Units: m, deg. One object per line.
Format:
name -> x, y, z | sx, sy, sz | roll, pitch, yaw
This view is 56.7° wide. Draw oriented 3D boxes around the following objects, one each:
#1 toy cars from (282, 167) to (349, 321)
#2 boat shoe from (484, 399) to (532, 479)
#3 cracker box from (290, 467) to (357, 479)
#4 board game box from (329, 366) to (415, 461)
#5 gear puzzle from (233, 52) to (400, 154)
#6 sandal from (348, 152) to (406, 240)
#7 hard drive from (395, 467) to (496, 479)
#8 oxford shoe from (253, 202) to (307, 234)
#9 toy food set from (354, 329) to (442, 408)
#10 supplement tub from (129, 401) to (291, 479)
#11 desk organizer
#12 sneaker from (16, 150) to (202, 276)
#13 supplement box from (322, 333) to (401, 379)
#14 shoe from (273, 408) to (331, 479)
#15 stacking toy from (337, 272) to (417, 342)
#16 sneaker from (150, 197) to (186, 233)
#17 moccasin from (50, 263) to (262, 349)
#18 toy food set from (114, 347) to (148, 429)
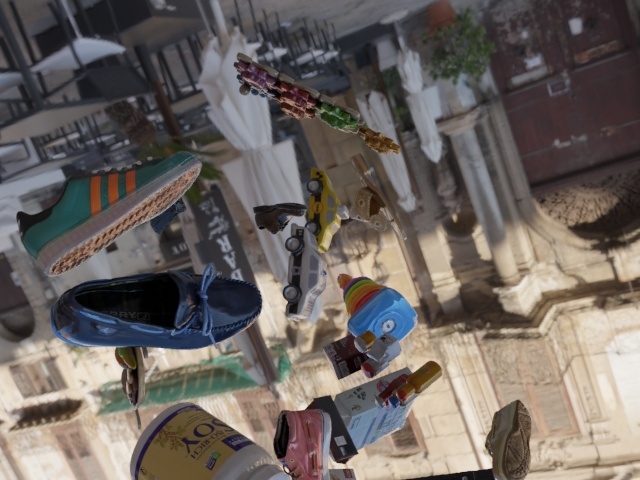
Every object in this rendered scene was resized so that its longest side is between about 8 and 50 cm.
toy cars -> 0.000, 0.000, 1.241 | 0.087, 0.177, 0.394 | 0, -142, 13
boat shoe -> 0.227, 0.251, 0.726 | 0.045, 0.050, 0.135 | -33, -177, 32
cracker box -> 0.015, 0.866, 2.058 | 0.232, 0.067, 0.156 | 2, -167, -9
board game box -> 0.162, 0.550, 1.893 | 0.303, 0.224, 0.097 | -11, -137, -35
gear puzzle -> -0.007, -0.232, 1.101 | 0.044, 0.338, 0.175 | -64, -176, -2
sandal -> 0.090, -0.074, 1.193 | 0.079, 0.088, 0.240 | -25, -127, 2
hard drive -> 0.166, 0.534, 1.227 | 0.338, 0.064, 0.237 | -3, 154, -12
oxford shoe -> -0.119, -0.068, 1.830 | 0.082, 0.096, 0.227 | -3, 178, -41
toy food set -> 0.137, 0.277, 1.234 | 0.104, 0.111, 0.232 | -28, -149, -30
supplement tub -> -0.257, 0.557, 1.394 | 0.331, 0.241, 0.241 | 21, -145, 31
desk organizer -> 0.018, 0.379, 1.176 | 0.047, 0.130, 0.050 | 1, 138, -40
sneaker -> -0.336, -0.076, 0.948 | 0.302, 0.121, 0.108 | -37, 173, -24
supplement box -> 0.140, 0.371, 2.026 | 0.239, 0.073, 0.130 | -23, -158, -9
shoe -> -0.031, 0.349, 0.905 | 0.081, 0.178, 0.063 | 13, 161, -30
stacking toy -> 0.122, 0.166, 1.657 | 0.165, 0.175, 0.302 | -42, -149, -1
sneaker -> -0.309, -0.095, 1.240 | 0.170, 0.089, 0.051 | -40, -145, 9
moccasin -> -0.235, 0.113, 0.938 | 0.341, 0.138, 0.117 | -6, 156, -36
toy food set -> -0.347, 0.242, 1.072 | 0.038, 0.192, 0.132 | -2, -149, -27
